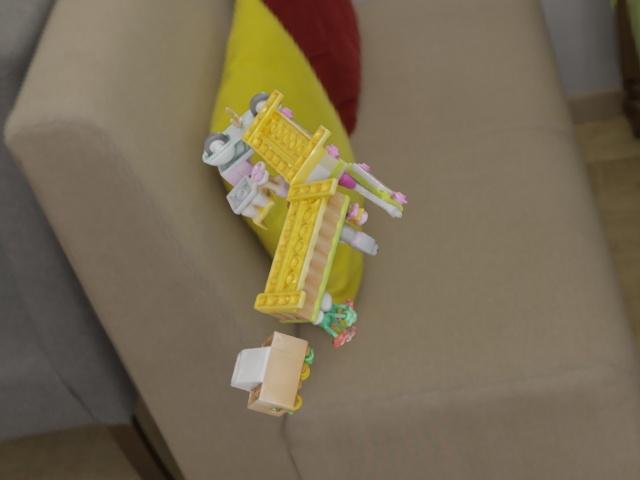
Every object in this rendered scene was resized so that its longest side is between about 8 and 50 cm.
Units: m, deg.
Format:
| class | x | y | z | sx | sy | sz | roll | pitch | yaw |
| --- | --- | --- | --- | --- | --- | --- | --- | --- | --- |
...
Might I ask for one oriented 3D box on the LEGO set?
| class | x | y | z | sx | sy | sz | roll | pitch | yaw |
| --- | --- | --- | --- | --- | --- | --- | --- | --- | --- |
| LEGO set | 0.000 | 0.000 | 0.802 | 0.132 | 0.107 | 0.287 | -40 | 41 | 25 |
